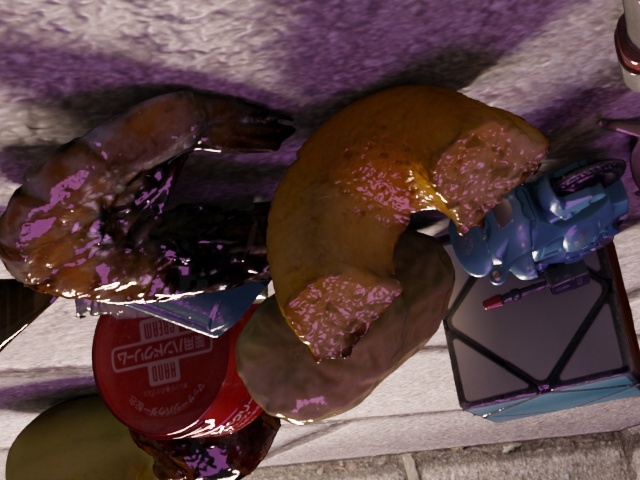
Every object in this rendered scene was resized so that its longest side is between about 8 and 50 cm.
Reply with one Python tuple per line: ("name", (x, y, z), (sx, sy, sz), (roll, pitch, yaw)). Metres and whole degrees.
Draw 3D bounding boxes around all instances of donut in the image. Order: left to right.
("donut", (0.042, -0.040, 1.060), (0.259, 0.152, 0.101), (-47, 137, 11))

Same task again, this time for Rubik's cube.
("Rubik's cube", (0.262, 0.094, 1.548), (0.205, 0.207, 0.205), (-14, 165, 16))

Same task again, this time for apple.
("apple", (-0.366, 0.376, 2.103), (0.279, 0.279, 0.279), (-9, 164, -2))

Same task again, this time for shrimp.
("shrimp", (-0.094, -0.032, 1.086), (0.364, 0.071, 0.233), (-3, 140, -38))

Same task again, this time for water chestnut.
("water chestnut", (-0.162, 0.221, 1.808), (0.223, 0.238, 0.223), (30, 178, 1))

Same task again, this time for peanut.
("peanut", (0.039, 0.081, 1.375), (0.152, 0.152, 0.313), (-25, -177, 43))

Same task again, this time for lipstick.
("lipstick", (0.236, -0.163, 0.917), (0.063, 0.057, 0.186), (-13, 161, 14))

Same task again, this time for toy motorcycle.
("toy motorcycle", (0.226, -0.013, 1.321), (0.182, 0.124, 0.272), (-22, 162, 7))

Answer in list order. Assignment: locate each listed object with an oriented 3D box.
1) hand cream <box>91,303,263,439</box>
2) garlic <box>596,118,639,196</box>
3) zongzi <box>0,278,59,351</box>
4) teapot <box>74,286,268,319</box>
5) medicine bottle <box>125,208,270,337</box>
("hand cream", (-0.148, 0.127, 1.459), (0.193, 0.193, 0.125), (-18, 165, 27))
("garlic", (0.372, -0.075, 1.261), (0.148, 0.129, 0.266), (-26, 149, 15))
("zongzi", (-0.471, 0.145, 1.386), (0.432, 0.208, 0.403), (-19, 172, -12))
("teapot", (-0.156, 0.032, 1.330), (0.200, 0.077, 0.107), (-7, 159, -9))
("medicine bottle", (-0.153, 0.008, 1.205), (0.258, 0.124, 0.079), (22, -174, -40))
